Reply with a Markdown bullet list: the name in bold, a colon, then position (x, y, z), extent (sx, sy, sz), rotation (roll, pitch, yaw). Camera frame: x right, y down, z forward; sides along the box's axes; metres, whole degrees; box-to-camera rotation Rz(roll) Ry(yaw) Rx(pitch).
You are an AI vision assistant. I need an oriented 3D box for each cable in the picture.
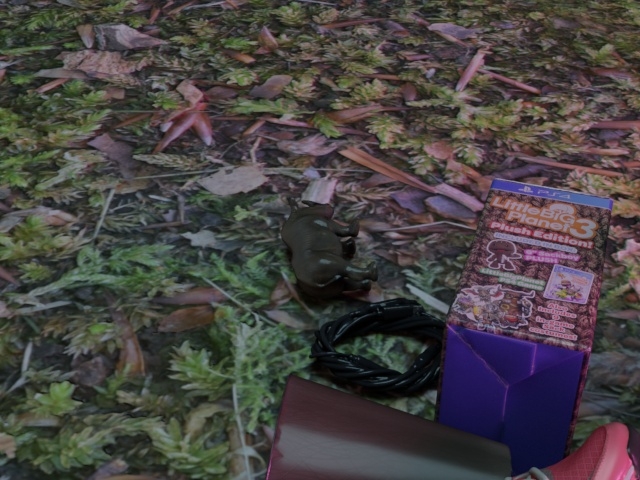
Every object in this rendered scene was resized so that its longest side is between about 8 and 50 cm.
- **cable**: position (0.076, 0.136, 1.316), extent (0.184, 0.047, 0.150), rotation (-9, 40, -19)

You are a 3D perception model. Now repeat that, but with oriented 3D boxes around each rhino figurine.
- **rhino figurine**: position (0.000, 0.000, 1.488), extent (0.106, 0.073, 0.243), rotation (-4, 32, -12)

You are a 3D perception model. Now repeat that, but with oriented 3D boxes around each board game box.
- **board game box**: position (0.223, 0.108, 1.183), extent (0.141, 0.232, 0.291), rotation (11, 35, 13)

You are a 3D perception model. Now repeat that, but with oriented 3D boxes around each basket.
- **basket**: position (0.064, 0.244, 1.050), extent (0.227, 0.154, 0.204), rotation (8, 58, 3)

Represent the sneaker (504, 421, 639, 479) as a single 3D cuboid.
- **sneaker**: position (0.145, 0.254, 0.921), extent (0.314, 0.116, 0.136), rotation (-44, 85, -5)
